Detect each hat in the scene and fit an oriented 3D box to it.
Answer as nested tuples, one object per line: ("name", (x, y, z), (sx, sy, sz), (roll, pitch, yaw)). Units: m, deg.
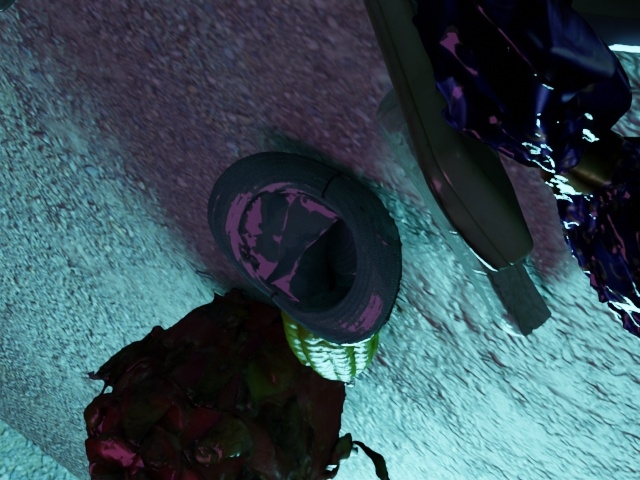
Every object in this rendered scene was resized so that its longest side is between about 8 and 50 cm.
("hat", (0.000, 0.000, 1.440), (0.191, 0.078, 0.138), (37, 122, 18))

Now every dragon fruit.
("dragon fruit", (-0.113, 0.216, 1.776), (0.250, 0.291, 0.269), (2, 139, 49))

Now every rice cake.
("rice cake", (0.109, -0.019, 1.290), (0.045, 0.042, 0.245), (33, 162, 51))

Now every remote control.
("remote control", (0.075, -0.081, 1.053), (0.098, 0.038, 0.233), (51, -165, -37))

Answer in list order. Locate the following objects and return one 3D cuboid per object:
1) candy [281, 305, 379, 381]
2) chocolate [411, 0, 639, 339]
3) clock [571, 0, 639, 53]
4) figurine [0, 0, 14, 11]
("candy", (0.013, 0.078, 1.575), (0.096, 0.097, 0.209), (32, 163, 18))
("chocolate", (0.138, -0.062, 0.936), (0.343, 0.126, 0.148), (37, -161, -42))
("clock", (0.159, -0.161, 0.899), (0.172, 0.064, 0.198), (25, 163, -17))
("figurine", (-0.269, -0.254, 1.342), (0.192, 0.147, 0.126), (14, 133, 12))
